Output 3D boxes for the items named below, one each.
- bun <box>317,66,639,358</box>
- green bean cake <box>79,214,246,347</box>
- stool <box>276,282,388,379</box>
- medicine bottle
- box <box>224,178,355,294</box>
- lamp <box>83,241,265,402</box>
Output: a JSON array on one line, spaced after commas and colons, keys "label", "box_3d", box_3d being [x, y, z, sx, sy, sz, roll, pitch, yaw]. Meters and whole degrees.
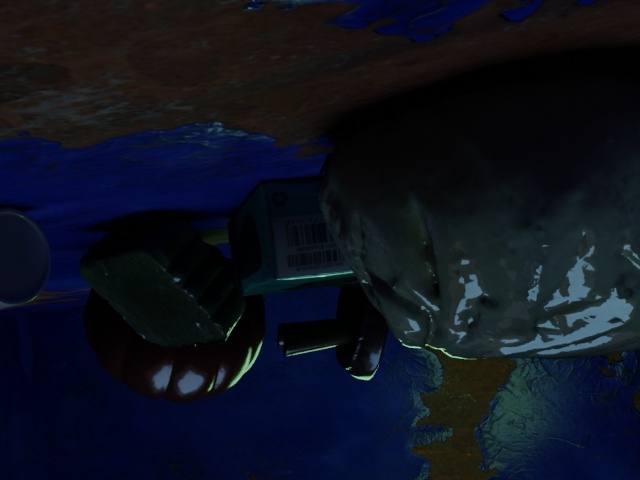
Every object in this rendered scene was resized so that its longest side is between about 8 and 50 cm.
[{"label": "bun", "box_3d": [0.170, -0.005, 0.662, 0.360, 0.210, 0.360, -7, 176, 0]}, {"label": "green bean cake", "box_3d": [-0.213, 0.061, 1.068, 0.183, 0.185, 0.094, -13, -150, 41]}, {"label": "stool", "box_3d": [0.024, 0.116, 1.444, 0.179, 0.272, 0.272, 7, 173, -7]}, {"label": "medicine bottle", "box_3d": [-0.449, 0.037, 0.881, 0.296, 0.111, 0.161, -11, 174, 27]}, {"label": "box", "box_3d": [0.000, 0.000, 1.014, 0.205, 0.118, 0.311, -4, 174, -16]}, {"label": "lamp", "box_3d": [-0.241, 0.130, 1.306, 0.303, 0.257, 0.303, 14, -152, -8]}]
